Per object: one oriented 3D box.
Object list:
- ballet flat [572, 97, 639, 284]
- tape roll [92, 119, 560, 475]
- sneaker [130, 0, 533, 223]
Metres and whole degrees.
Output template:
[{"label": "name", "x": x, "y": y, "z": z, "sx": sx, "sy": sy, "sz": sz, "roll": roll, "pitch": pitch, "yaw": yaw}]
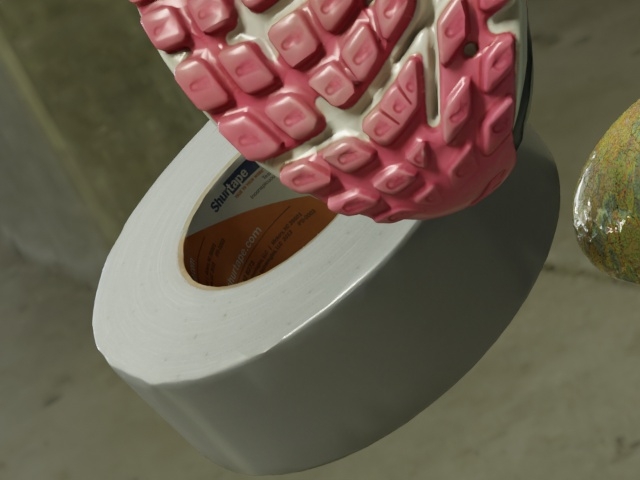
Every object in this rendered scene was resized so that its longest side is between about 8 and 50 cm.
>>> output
[{"label": "ballet flat", "x": 0.258, "y": -0.064, "z": 0.787, "sx": 0.348, "sy": 0.123, "sz": 0.123, "roll": -16, "pitch": 22, "yaw": 26}, {"label": "tape roll", "x": 0.000, "y": 0.000, "z": 0.827, "sx": 0.219, "sy": 0.072, "sz": 0.219, "roll": -30, "pitch": 31, "yaw": 20}, {"label": "sneaker", "x": -0.006, "y": -0.138, "z": 0.575, "sx": 0.121, "sy": 0.299, "sz": 0.112, "roll": -34, "pitch": -28, "yaw": 21}]
